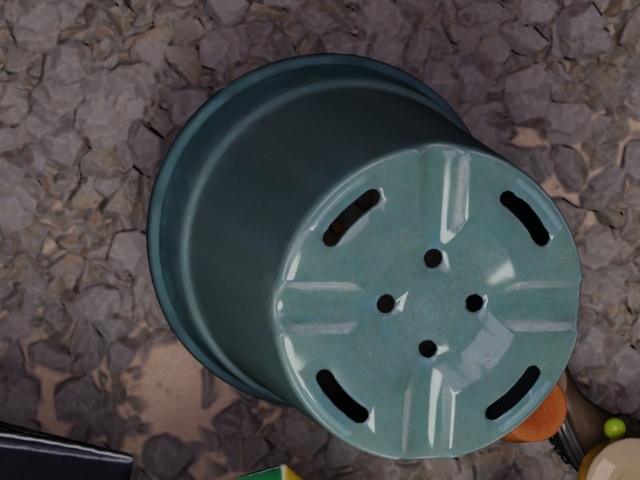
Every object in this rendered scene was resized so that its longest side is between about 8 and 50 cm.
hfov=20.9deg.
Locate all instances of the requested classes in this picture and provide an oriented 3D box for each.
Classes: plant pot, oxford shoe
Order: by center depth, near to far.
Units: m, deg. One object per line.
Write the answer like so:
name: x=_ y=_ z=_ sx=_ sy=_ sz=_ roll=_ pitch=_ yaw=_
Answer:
plant pot: x=0.047 y=0.022 z=1.485 sx=0.341 sy=0.334 sz=0.341 roll=-3 pitch=101 yaw=-15
oxford shoe: x=0.271 y=0.187 z=1.639 sx=0.096 sy=0.083 sz=0.227 roll=-33 pitch=96 yaw=-3

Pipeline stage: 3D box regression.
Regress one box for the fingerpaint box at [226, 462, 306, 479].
fingerpaint box: x=-0.003 y=0.461 z=1.392 sx=0.163 sy=0.371 sz=0.445 roll=-18 pitch=56 yaw=20

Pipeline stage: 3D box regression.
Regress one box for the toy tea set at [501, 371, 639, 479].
toy tea set: x=0.212 y=0.266 z=1.568 sx=0.200 sy=0.124 sz=0.336 roll=3 pitch=91 yaw=-12

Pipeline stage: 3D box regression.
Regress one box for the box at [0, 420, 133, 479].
box: x=-0.463 y=0.354 z=1.459 sx=0.472 sy=0.297 sz=0.480 roll=9 pitch=84 yaw=36

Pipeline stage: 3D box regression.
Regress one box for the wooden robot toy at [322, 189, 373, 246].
wooden robot toy: x=0.000 y=0.000 z=1.690 sx=0.173 sy=0.076 sz=0.079 roll=-48 pitch=119 yaw=-2
